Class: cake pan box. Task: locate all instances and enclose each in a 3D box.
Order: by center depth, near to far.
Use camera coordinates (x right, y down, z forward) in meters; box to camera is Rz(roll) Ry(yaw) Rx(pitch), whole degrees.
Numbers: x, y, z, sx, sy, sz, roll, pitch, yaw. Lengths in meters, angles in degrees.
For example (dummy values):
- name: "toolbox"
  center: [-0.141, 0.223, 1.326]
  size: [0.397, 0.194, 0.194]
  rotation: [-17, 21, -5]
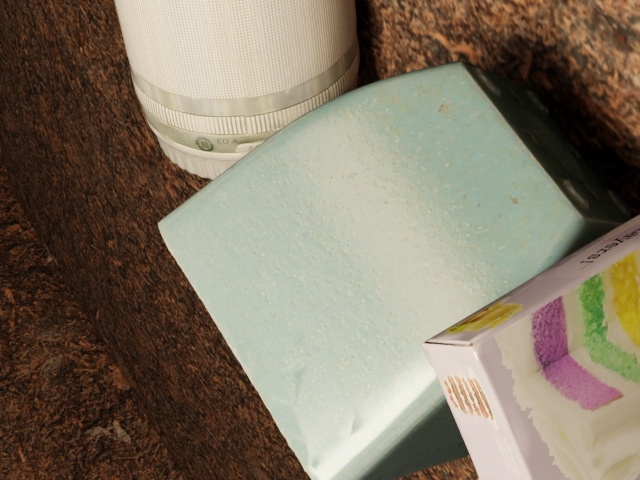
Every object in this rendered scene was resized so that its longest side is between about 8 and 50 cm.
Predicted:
- name: "cake pan box"
  center: [0.220, 0.125, 0.713]
  size: [0.266, 0.246, 0.070]
  rotation: [67, 159, -8]

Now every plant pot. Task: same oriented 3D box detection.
- name: "plant pot"
  center: [0.085, 0.006, 0.856]
  size: [0.252, 0.248, 0.247]
  rotation: [-43, 68, 22]

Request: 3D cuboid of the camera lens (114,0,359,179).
- name: "camera lens"
  center: [-0.077, -0.220, 1.041]
  size: [0.219, 0.219, 0.274]
  rotation: [44, 152, 41]
